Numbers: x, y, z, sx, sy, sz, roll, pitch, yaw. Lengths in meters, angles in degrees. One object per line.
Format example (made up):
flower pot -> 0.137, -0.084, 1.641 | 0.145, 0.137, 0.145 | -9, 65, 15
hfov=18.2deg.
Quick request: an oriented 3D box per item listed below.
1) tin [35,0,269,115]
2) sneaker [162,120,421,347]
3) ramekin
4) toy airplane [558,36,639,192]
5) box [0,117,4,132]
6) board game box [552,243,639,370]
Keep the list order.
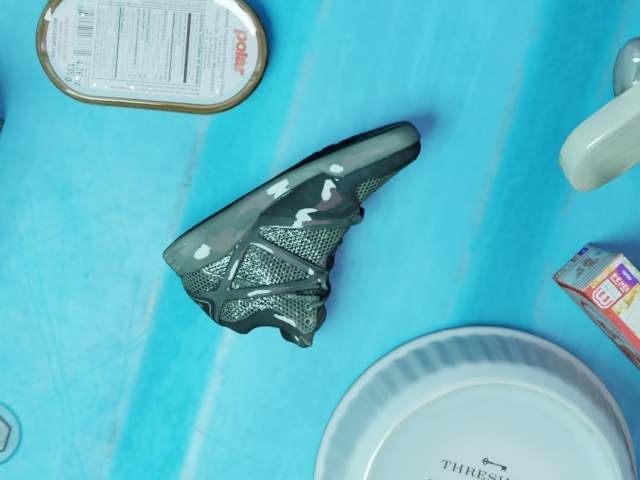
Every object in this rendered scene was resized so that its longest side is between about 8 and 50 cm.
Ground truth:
tin -> -0.136, -0.157, 1.618 | 0.190, 0.040, 0.106 | 4, 97, -3
sneaker -> 0.000, 0.000, 1.609 | 0.227, 0.087, 0.130 | -33, 96, 3
ramekin -> 0.130, 0.207, 1.604 | 0.273, 0.127, 0.273 | 0, 94, -2
toy airplane -> 0.396, -0.190, 1.525 | 0.386, 0.272, 0.384 | 2, 126, -16
box -> -0.427, -0.003, 1.541 | 0.279, 0.177, 0.290 | 19, 92, -3
board game box -> 0.276, 0.089, 1.595 | 0.045, 0.147, 0.193 | -43, 93, 0
